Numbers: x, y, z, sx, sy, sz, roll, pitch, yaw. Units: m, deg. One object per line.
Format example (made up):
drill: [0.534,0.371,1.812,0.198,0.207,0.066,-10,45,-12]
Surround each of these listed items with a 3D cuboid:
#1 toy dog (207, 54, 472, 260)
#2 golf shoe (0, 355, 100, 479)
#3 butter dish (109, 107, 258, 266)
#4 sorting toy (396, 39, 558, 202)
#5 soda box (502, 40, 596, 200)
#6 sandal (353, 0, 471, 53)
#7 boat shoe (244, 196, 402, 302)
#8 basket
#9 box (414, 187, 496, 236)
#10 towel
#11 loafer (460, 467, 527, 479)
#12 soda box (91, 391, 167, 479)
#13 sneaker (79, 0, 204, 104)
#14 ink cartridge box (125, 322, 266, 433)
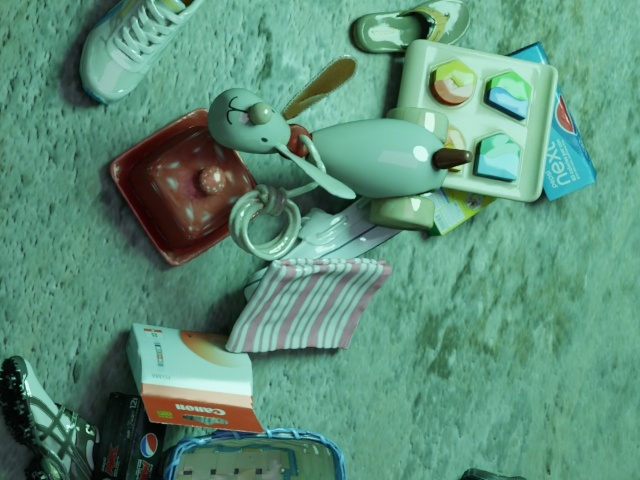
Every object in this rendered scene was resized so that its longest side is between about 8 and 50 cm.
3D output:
toy dog: [0.046,-0.108,1.462,0.333,0.161,0.220,-11,89,-34]
golf shoe: [-0.316,0.220,1.442,0.094,0.077,0.198,-24,104,-33]
butter dish: [-0.149,-0.069,1.496,0.160,0.118,0.160,-35,101,-20]
sorting toy: [0.205,-0.161,1.627,0.208,0.038,0.193,10,83,-3]
soda box: [0.315,-0.168,1.711,0.071,0.067,0.210,-22,99,19]
sandal: [0.132,-0.292,1.663,0.180,0.049,0.072,-11,92,-23]
boat shoe: [0.000,0.000,1.580,0.258,0.095,0.084,-27,87,-28]
basket: [-0.067,0.319,1.417,0.254,0.289,0.201,3,81,-20]
box: [0.203,-0.094,1.689,0.179,0.043,0.105,-32,99,-19]
towel: [-0.012,0.083,1.523,0.197,0.029,0.144,1,129,-40]
loafer: [0.269,0.355,1.694,0.170,0.062,0.061,29,38,-12]
soda box: [-0.229,0.268,1.438,0.053,0.060,0.169,25,72,-51]
sneaker: [-0.214,-0.269,1.492,0.087,0.092,0.229,37,75,-19]
ink cartridge box: [-0.149,0.162,1.454,0.145,0.179,0.045,10,107,-22]
